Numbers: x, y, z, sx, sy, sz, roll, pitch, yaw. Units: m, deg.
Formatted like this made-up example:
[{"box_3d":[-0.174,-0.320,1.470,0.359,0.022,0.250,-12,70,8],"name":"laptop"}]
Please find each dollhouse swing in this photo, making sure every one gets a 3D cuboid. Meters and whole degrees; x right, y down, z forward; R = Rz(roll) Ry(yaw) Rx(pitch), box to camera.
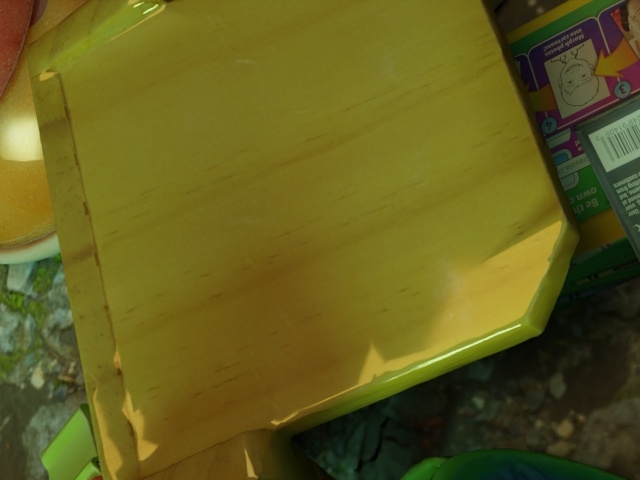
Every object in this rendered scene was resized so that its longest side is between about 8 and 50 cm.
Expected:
[{"box_3d":[0.000,0.000,0.807,0.305,0.315,0.346,-20,65,7],"name":"dollhouse swing"}]

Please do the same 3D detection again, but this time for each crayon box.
[{"box_3d":[0.161,-0.055,0.777,0.278,0.081,0.165,-26,65,29],"name":"crayon box"}]

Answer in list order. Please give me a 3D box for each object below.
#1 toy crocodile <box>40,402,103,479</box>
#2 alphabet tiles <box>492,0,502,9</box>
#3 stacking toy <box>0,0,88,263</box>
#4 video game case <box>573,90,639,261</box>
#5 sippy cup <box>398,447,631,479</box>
[{"box_3d":[-0.127,0.263,0.892,0.115,0.105,0.340,-46,55,18],"name":"toy crocodile"},{"box_3d":[0.027,-0.235,0.962,0.278,0.021,0.284,-50,55,16],"name":"alphabet tiles"},{"box_3d":[-0.374,-0.188,0.955,0.351,0.480,0.350,-10,73,35],"name":"stacking toy"},{"box_3d":[0.281,0.017,0.638,0.196,0.026,0.274,-27,88,28],"name":"video game case"},{"box_3d":[0.129,0.264,0.643,0.240,0.305,0.224,20,104,-4],"name":"sippy cup"}]
